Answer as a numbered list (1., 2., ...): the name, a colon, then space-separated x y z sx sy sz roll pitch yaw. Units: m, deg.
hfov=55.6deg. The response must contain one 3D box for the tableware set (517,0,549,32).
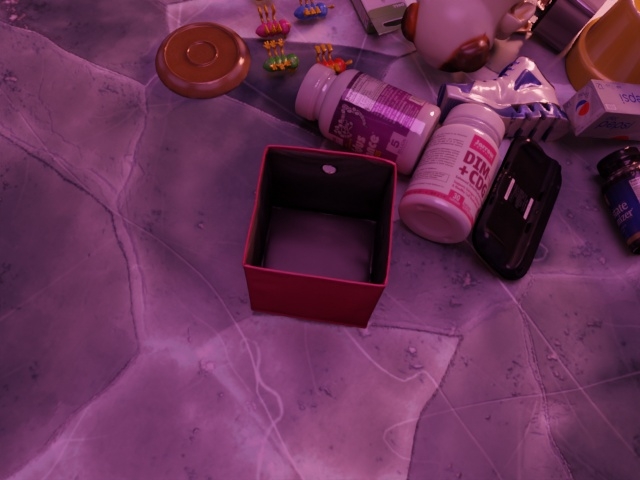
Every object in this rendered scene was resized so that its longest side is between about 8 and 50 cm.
1. tableware set: 0.564 -0.598 1.611 0.141 0.020 0.169 2 66 -2

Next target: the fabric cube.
1. fabric cube: 0.000 0.000 1.189 0.254 0.258 0.259 8 66 1

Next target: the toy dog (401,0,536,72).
1. toy dog: 0.383 -0.583 1.414 0.284 0.395 0.408 35 105 6

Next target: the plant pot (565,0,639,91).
1. plant pot: 0.756 -0.475 1.448 0.254 0.239 0.254 1 67 -2

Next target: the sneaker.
1. sneaker: 0.428 -0.344 1.446 0.315 0.127 0.182 7 62 -7

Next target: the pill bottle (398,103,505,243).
1. pill bottle: 0.292 -0.149 1.321 0.160 0.160 0.283 24 67 8

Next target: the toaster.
1. toaster: 0.628 -0.585 1.513 0.110 0.168 0.186 40 69 5

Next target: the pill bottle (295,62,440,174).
1. pill bottle: 0.102 -0.280 1.366 0.301 0.169 0.169 26 67 9

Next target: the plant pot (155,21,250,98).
1. plant pot: -0.292 -0.455 1.499 0.236 0.032 0.236 1 67 -2

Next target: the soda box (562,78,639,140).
1. soda box: 0.706 -0.294 1.396 0.286 0.098 0.091 -2 65 -26

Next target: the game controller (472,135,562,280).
1. game controller: 0.432 -0.076 1.323 0.166 0.067 0.319 36 66 -15

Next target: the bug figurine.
1. bug figurine: -0.048 -0.495 1.506 0.216 0.072 0.279 -10 65 -9

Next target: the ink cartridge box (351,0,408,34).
1. ink cartridge box: 0.156 -0.602 1.569 0.109 0.062 0.209 -18 68 -11

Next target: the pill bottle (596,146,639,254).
1. pill bottle: 0.701 -0.091 1.337 0.122 0.123 0.219 -12 67 -8
